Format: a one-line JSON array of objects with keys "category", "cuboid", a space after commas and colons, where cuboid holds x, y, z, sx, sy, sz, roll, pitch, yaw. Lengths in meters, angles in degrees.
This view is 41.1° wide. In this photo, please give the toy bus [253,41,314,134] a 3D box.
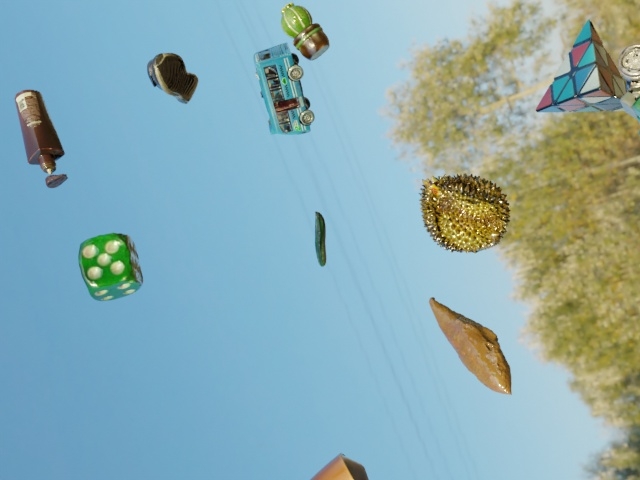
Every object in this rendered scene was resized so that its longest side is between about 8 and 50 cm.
[{"category": "toy bus", "cuboid": [-0.103, -0.417, 2.397, 0.113, 0.134, 0.246, -106, 1, -57]}]

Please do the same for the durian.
[{"category": "durian", "cuboid": [0.444, -0.091, 2.662, 0.258, 0.293, 0.258, 9, -90, -85]}]

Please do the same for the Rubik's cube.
[{"category": "Rubik's cube", "cuboid": [0.678, -0.394, 2.218, 0.284, 0.250, 0.234, 61, -164, -10]}]

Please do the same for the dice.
[{"category": "dice", "cuboid": [-0.485, 0.061, 1.982, 0.128, 0.120, 0.131, 88, 166, -72]}]

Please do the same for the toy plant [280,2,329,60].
[{"category": "toy plant", "cuboid": [-0.048, -0.579, 2.346, 0.162, 0.093, 0.093, 54, -159, 5]}]

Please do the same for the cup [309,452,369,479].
[{"category": "cup", "cuboid": [0.021, 0.670, 2.118, 0.182, 0.264, 0.226, 57, 179, 45]}]

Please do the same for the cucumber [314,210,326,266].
[{"category": "cucumber", "cuboid": [0.000, 0.000, 2.409, 0.036, 0.033, 0.184, -85, -5, -56]}]

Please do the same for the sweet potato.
[{"category": "sweet potato", "cuboid": [0.225, 0.151, 1.260, 0.060, 0.068, 0.206, 17, -159, -46]}]

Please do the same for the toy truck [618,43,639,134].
[{"category": "toy truck", "cuboid": [0.663, -0.333, 1.478, 0.178, 0.363, 0.176, 40, -170, 25]}]

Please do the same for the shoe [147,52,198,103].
[{"category": "shoe", "cuboid": [-0.400, -0.426, 2.205, 0.099, 0.112, 0.227, -66, -17, -3]}]

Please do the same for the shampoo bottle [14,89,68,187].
[{"category": "shampoo bottle", "cuboid": [-0.594, -0.216, 1.822, 0.067, 0.068, 0.236, 7, -127, -50]}]
